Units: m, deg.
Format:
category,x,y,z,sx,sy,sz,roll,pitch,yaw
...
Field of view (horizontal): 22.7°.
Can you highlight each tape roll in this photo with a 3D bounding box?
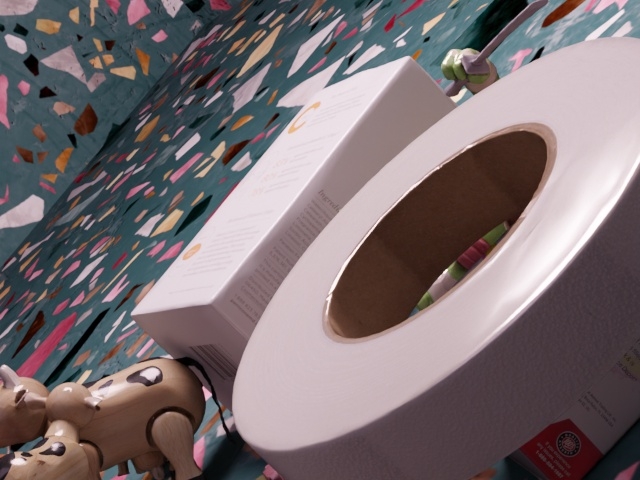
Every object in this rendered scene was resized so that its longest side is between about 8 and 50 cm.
category,x,y,z,sx,sy,sz,roll,pitch,yaw
tape roll,0.102,0.016,1.097,0.392,0.072,0.392,-40,18,16

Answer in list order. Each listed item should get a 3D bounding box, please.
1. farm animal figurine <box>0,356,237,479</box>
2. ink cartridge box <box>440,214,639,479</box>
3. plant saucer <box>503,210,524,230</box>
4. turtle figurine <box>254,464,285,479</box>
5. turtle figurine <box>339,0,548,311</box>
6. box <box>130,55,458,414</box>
category,x,y,z,sx,sy,sz,roll,pitch,yaw
farm animal figurine,-0.249,0.197,1.582,0.327,0.172,0.330,-18,6,-25
ink cartridge box,0.174,0.066,1.157,0.176,0.128,0.127,-45,16,-5
plant saucer,0.236,-0.055,1.276,0.198,0.198,0.036,-37,-18,24
turtle figurine,-0.005,0.222,1.245,0.234,0.118,0.175,-39,16,-3
turtle figurine,0.152,-0.064,1.403,0.266,0.198,0.274,-41,12,4
box,0.000,0.000,1.663,0.345,0.168,0.215,-52,18,-22
